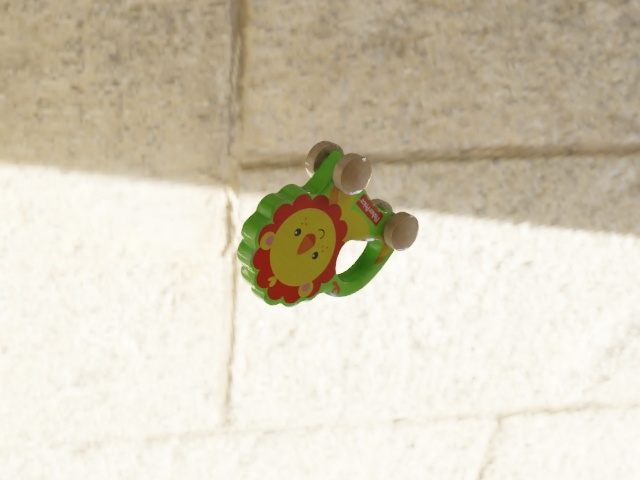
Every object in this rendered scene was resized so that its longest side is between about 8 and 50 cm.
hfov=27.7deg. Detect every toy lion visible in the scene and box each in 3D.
[{"bbox_3d":[0.000,0.000,0.736,0.096,0.034,0.100,-53,136,-8],"label":"toy lion"}]
